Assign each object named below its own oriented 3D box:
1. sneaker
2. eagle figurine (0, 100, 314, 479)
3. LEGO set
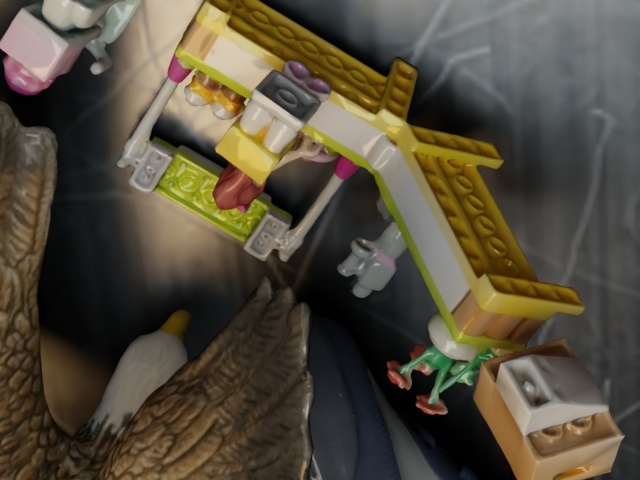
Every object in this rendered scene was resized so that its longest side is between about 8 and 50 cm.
[{"bbox_3d":[0.077,0.150,0.795,0.131,0.112,0.319,-28,111,-4],"label":"sneaker"},{"bbox_3d":[-0.104,0.104,0.704,0.226,0.225,0.298,-10,150,-1],"label":"eagle figurine"},{"bbox_3d":[0.000,0.000,0.693,0.287,0.132,0.107,42,123,10],"label":"LEGO set"}]
